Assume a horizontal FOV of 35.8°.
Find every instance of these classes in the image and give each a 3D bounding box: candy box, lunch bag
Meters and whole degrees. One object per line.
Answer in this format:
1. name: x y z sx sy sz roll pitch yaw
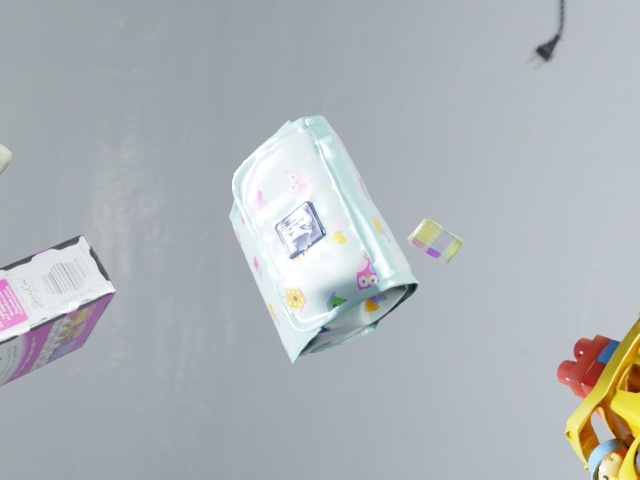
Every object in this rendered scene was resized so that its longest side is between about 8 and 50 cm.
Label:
1. candy box: -0.324 0.094 0.934 0.071 0.233 0.159 56 144 10
2. lunch bag: 0.000 0.000 1.155 0.223 0.160 0.262 66 162 14

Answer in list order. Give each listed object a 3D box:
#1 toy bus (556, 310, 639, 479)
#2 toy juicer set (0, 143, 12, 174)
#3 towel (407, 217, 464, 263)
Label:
1. toy bus: 0.300 0.168 0.902 0.211 0.149 0.220 14 57 47
2. toy juicer set: -0.313 -0.027 0.478 0.329 0.089 0.209 -37 102 21
3. towel: 0.197 0.000 1.698 0.060 0.083 0.009 -56 9 31
